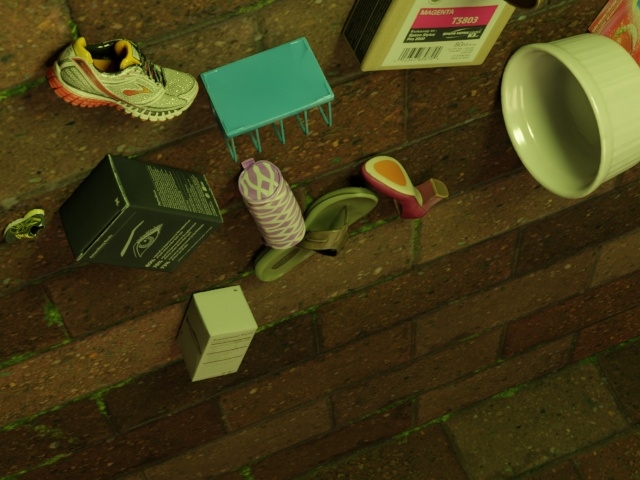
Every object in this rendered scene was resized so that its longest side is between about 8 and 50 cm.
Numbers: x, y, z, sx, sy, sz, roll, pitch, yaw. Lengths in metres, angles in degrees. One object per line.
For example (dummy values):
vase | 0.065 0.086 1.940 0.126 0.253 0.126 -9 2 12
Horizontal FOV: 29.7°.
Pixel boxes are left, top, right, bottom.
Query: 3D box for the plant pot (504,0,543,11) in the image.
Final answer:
plant pot | 0.310 -0.477 1.616 0.254 0.237 0.237 -39 152 -3

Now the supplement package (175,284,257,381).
supplement package | -0.210 0.187 2.411 0.105 0.105 0.179 -9 147 -27

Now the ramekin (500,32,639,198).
ramekin | 0.447 -0.223 2.083 0.135 0.277 0.277 -22 152 -21

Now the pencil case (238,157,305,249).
pencil case | -0.084 -0.061 2.115 0.086 0.088 0.206 -22 152 0

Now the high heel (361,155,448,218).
high heel | 0.129 -0.091 2.263 0.117 0.082 0.244 -32 157 32

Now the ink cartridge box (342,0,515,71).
ink cartridge box | 0.176 -0.355 1.829 0.235 0.088 0.193 -8 148 -28

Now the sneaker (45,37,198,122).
sneaker | -0.264 -0.228 1.691 0.225 0.088 0.092 2 140 -41

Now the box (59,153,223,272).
box | -0.291 -0.040 1.963 0.207 0.108 0.153 12 135 -47

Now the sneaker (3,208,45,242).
sneaker | -0.474 -0.017 1.931 0.083 0.035 0.031 -36 149 19

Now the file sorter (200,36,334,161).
file sorter | -0.078 -0.210 1.842 0.170 0.118 0.104 -21 155 -7

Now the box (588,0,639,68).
box | 0.612 -0.411 2.023 0.154 0.142 0.300 -7 147 -31

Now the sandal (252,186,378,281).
sandal | 0.000 0.001 2.285 0.303 0.086 0.120 -41 148 27
